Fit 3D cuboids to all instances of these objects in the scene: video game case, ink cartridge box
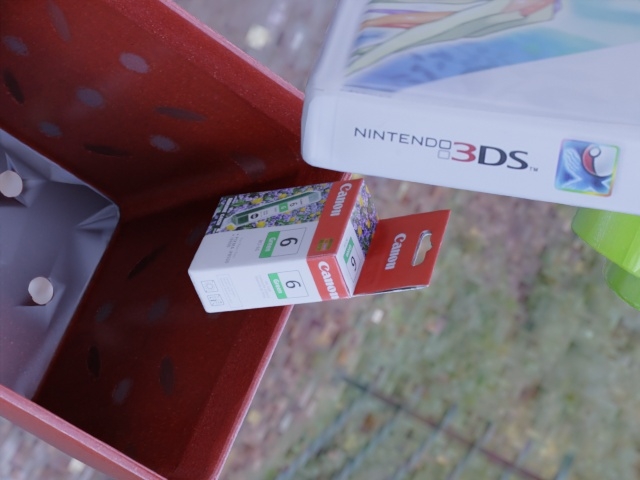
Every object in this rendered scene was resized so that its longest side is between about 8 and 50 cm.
[{"bbox_3d":[0.165,-0.098,0.685,0.329,0.300,0.036,-74,171,-57],"label":"video game case"},{"bbox_3d":[0.000,0.000,0.851,0.063,0.115,0.029,-70,145,-49],"label":"ink cartridge box"}]

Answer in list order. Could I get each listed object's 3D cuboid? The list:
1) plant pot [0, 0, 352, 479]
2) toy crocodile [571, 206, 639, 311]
[{"bbox_3d":[-0.181,-0.005,1.138,0.236,0.267,0.267,-14,-133,57],"label":"plant pot"},{"bbox_3d":[0.204,-0.052,1.057,0.340,0.105,0.115,-69,-178,-63],"label":"toy crocodile"}]
